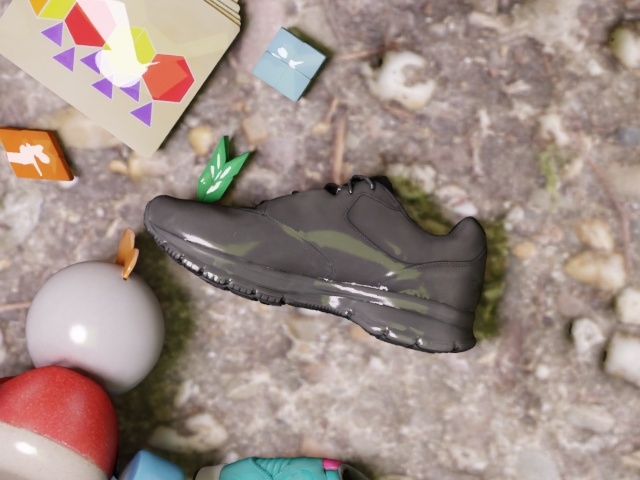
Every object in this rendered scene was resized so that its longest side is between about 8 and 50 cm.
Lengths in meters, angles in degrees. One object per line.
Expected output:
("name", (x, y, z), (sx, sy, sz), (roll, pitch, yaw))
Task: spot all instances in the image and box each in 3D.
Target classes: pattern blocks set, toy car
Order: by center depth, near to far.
("toy car", (-0.200, 0.103, 1.585), (0.219, 0.210, 0.238), (28, 69, -11))
("pattern blocks set", (-0.173, -0.175, 1.601), (0.325, 0.026, 0.285), (44, 99, -1))

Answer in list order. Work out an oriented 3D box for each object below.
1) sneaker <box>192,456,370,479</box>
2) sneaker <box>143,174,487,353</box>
("sneaker", (0.021, 0.306, 1.598), (0.178, 0.124, 0.295), (-17, 94, 17))
("sneaker", (0.000, 0.000, 1.579), (0.286, 0.109, 0.130), (16, 89, -4))
